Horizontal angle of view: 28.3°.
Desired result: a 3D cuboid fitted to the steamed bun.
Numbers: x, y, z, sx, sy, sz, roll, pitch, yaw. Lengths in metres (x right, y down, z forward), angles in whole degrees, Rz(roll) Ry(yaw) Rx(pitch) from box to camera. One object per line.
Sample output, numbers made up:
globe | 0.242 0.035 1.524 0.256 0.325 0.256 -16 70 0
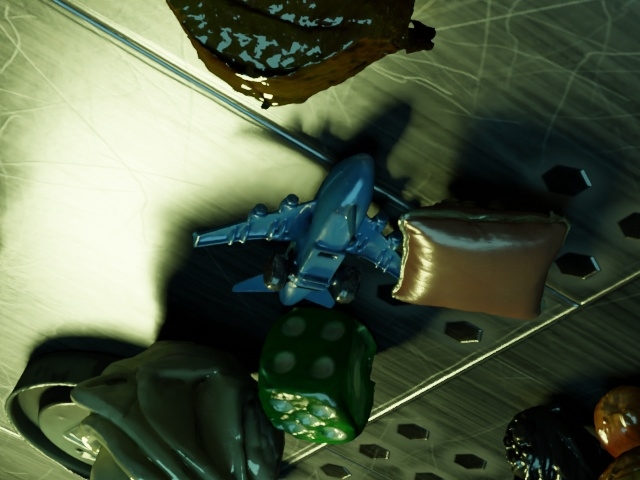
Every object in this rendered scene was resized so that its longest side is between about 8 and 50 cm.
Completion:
steamed bun | -0.155 0.259 1.610 0.207 0.280 0.268 -16 93 27

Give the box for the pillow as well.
pillow | 0.163 0.018 1.324 0.171 0.075 0.179 6 146 3

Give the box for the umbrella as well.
umbrella | 0.368 0.308 1.639 0.340 0.118 0.118 27 145 -32

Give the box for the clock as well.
clock | -0.303 0.275 1.879 0.325 0.067 0.325 11 145 8

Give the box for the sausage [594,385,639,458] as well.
sausage | 0.429 0.270 1.564 0.089 0.083 0.300 -23 134 26

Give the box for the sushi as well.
sushi | -0.047 -0.189 1.080 0.287 0.140 0.149 11 108 7

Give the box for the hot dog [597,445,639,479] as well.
hot dog | 0.388 0.321 1.492 0.160 0.099 0.227 8 149 10

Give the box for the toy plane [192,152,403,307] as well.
toy plane | 0.000 0.000 1.350 0.254 0.105 0.271 10 152 -16

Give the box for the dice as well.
dice | -0.003 0.165 1.551 0.120 0.128 0.131 2 144 21
